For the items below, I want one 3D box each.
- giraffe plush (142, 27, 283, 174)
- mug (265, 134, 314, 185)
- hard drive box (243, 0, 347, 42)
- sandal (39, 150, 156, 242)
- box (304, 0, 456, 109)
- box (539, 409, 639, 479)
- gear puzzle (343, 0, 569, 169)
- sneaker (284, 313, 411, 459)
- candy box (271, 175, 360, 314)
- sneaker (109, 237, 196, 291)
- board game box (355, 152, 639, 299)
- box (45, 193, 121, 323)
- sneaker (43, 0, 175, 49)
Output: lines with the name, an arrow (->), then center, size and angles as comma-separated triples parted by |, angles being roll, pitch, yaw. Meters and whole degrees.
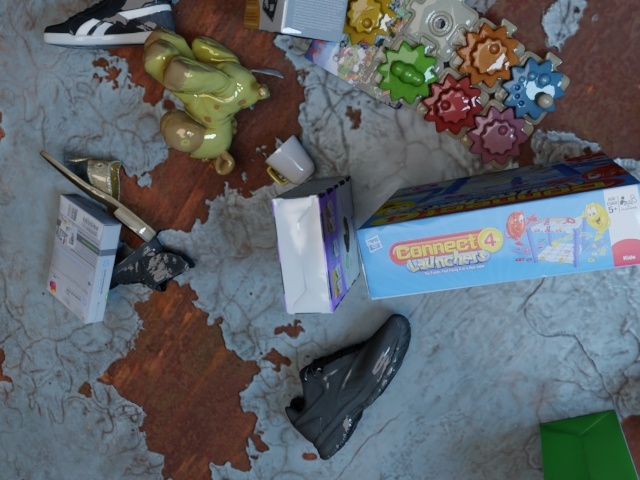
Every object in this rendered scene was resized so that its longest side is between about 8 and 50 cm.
giraffe plush -> -0.181, -0.203, 1.018 | 0.210, 0.181, 0.170 | 12, 121, -23
mug -> -0.045, -0.121, 1.042 | 0.064, 0.078, 0.062 | 46, 78, -8
hard drive box -> -0.026, -0.394, 0.893 | 0.089, 0.181, 0.232 | 2, 106, -24
sandal -> -0.359, -0.098, 1.130 | 0.240, 0.088, 0.079 | 38, 77, 6
box -> 0.100, -0.329, 0.950 | 0.159, 0.044, 0.233 | 31, 109, 7
box -> 0.400, 0.410, 0.928 | 0.127, 0.262, 0.231 | -18, 97, 19
gear puzzle -> 0.171, -0.248, 0.909 | 0.339, 0.044, 0.175 | 32, 109, -8
sneaker -> 0.039, 0.223, 1.072 | 0.130, 0.109, 0.286 | 37, 108, 11
candy box -> 0.000, 0.000, 0.976 | 0.070, 0.196, 0.164 | -3, 102, 16
sneaker -> -0.303, 0.060, 1.153 | 0.170, 0.051, 0.089 | -38, 86, 17
board game box -> 0.229, -0.028, 0.849 | 0.308, 0.302, 0.086 | -9, 100, 17
box -> -0.416, 0.030, 1.156 | 0.145, 0.038, 0.186 | 28, 110, 35
sneaker -> -0.336, -0.370, 1.052 | 0.217, 0.079, 0.121 | 0, 100, 7
